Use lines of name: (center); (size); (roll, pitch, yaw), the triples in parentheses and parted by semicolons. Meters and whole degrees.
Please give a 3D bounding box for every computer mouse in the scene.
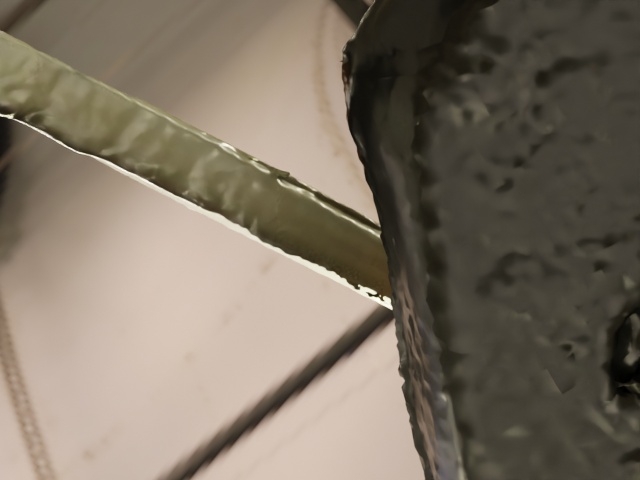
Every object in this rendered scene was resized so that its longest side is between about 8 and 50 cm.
computer mouse: (0.113, 0.008, 0.764); (0.183, 0.323, 0.116); (-13, -154, -3)

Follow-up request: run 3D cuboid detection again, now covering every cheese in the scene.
cheese: (0.000, -0.003, 0.816); (0.085, 0.400, 0.034); (28, -90, 55)
